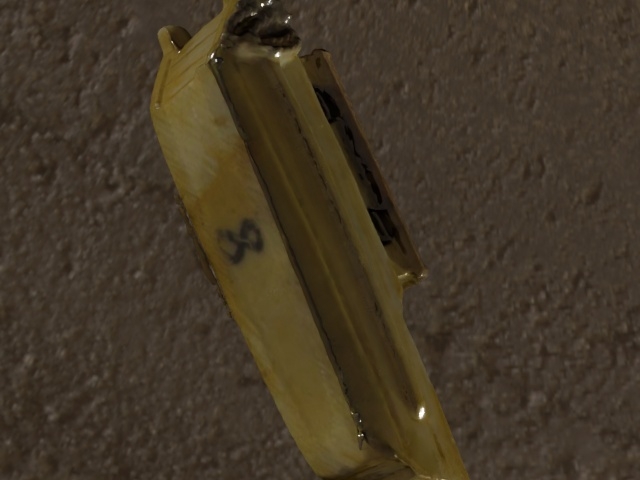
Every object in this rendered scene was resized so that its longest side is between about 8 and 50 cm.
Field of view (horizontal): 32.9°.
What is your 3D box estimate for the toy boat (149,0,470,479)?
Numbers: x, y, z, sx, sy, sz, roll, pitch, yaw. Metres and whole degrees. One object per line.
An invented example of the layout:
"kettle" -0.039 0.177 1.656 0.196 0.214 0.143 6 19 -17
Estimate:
"toy boat" 0.000 0.000 0.440 0.068 0.088 0.226 -30 82 39
